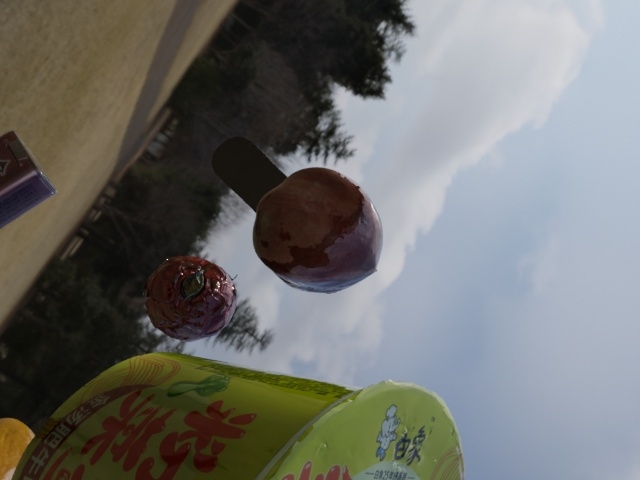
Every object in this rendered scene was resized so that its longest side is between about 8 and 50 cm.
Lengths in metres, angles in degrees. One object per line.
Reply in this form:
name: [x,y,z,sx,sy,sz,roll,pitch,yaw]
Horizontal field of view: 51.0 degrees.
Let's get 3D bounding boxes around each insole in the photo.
insole: [-0.065,-0.050,1.144,0.119,0.348,0.009,-42,161,-2]

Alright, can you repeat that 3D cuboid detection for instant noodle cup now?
instant noodle cup: [-0.066,0.222,0.475,0.221,0.311,0.311,10,-121,39]

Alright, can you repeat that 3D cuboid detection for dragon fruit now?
dragon fruit: [-0.358,0.152,1.821,0.299,0.244,0.244,-5,-134,44]

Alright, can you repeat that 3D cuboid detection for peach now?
peach: [0.000,0.000,0.765,0.152,0.152,0.152,-49,-166,16]

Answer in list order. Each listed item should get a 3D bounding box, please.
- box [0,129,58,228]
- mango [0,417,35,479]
box: [-0.492,-0.051,0.929,0.224,0.120,0.069,-37,146,-14]
mango: [-0.551,0.407,1.062,0.187,0.144,0.359,-22,-159,15]
